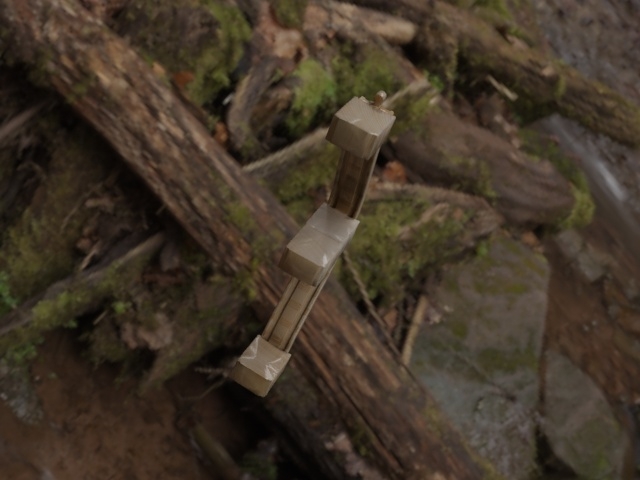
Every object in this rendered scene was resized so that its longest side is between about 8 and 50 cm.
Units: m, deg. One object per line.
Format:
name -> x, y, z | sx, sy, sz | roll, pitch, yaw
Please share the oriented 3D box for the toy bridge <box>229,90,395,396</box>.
toy bridge -> 0.000, 0.000, 0.527 | 0.026, 0.188, 0.063 | 28, 33, 8
